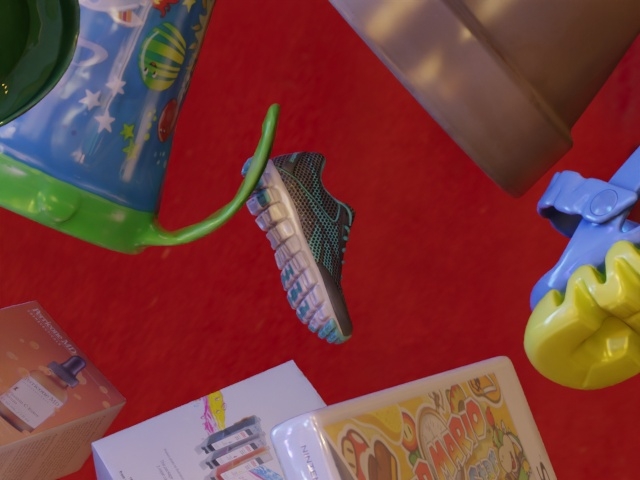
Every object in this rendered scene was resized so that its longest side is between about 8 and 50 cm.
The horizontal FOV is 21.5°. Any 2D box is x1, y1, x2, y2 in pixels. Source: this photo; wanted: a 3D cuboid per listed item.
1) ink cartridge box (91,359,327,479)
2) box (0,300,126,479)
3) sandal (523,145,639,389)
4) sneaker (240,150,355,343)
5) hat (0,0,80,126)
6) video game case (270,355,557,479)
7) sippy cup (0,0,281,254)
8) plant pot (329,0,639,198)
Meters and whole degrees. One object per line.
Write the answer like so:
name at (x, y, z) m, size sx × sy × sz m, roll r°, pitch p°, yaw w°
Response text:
ink cartridge box at (-0.064, 0.200, 1.278) m, size 0.176 × 0.128 × 0.127 m, roll -21°, pitch 46°, yaw -19°
box at (-0.271, 0.136, 1.389) m, size 0.130 × 0.091 × 0.170 m, roll 45°, pitch 27°, yaw 17°
sandal at (0.257, -0.036, 1.100) m, size 0.126 × 0.317 × 0.138 m, roll 41°, pitch 26°, yaw -44°
sneaker at (0.000, 0.000, 1.355) m, size 0.076 × 0.065 × 0.166 m, roll -20°, pitch 86°, yaw -21°
hat at (-0.173, -0.159, 0.578) m, size 0.208 × 0.183 × 0.173 m, roll 31°, pitch 46°, yaw 12°
video game case at (0.072, 0.157, 0.707) m, size 0.227 × 0.026 × 0.206 m, roll -5°, pitch 72°, yaw -64°
sippy cup at (-0.191, -0.137, 1.252) m, size 0.305 × 0.240 × 0.224 m, roll 25°, pitch 93°, yaw -36°
plant pot at (0.144, -0.243, 1.265) m, size 0.280 × 0.323 × 0.323 m, roll -42°, pitch 89°, yaw 8°
